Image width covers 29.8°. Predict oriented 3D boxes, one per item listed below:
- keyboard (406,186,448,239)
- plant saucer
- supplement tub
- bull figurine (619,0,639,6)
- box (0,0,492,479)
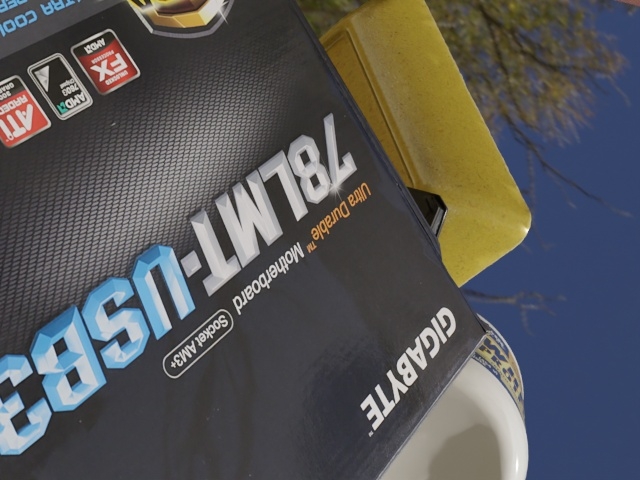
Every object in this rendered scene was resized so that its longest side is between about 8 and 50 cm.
[{"bbox_3d":[0.000,0.000,0.882,0.180,0.023,0.108,17,-101,35],"label":"keyboard"},{"bbox_3d":[0.000,-0.054,1.172,0.333,0.081,0.332,-38,-128,24],"label":"plant saucer"},{"bbox_3d":[0.110,0.189,1.325,0.228,0.316,0.228,1,-80,8],"label":"supplement tub"},{"bbox_3d":[0.216,-0.305,1.101,0.101,0.310,0.188,-34,-129,48],"label":"bull figurine"},{"bbox_3d":[-0.080,-0.004,0.484,0.073,0.295,0.293,-27,-81,40],"label":"box"}]
